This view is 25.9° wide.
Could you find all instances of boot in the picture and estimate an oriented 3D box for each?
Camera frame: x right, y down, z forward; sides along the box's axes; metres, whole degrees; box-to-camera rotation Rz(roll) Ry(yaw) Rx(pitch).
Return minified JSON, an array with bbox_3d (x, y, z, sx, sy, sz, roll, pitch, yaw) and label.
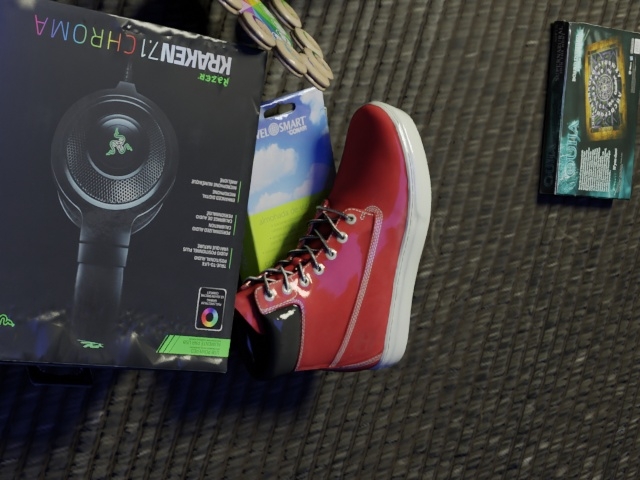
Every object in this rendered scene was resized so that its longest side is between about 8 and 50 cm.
[{"bbox_3d":[0.000,0.000,1.209,0.176,0.088,0.244,-2,101,-37],"label":"boot"}]

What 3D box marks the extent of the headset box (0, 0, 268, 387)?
[{"bbox_3d":[-0.191,-0.030,1.079,0.246,0.131,0.283,8,90,-38],"label":"headset box"}]

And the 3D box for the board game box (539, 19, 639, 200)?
[{"bbox_3d":[0.296,-0.139,1.515,0.126,0.026,0.186,3,93,-38],"label":"board game box"}]

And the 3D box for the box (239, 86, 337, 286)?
[{"bbox_3d":[-0.034,-0.042,1.256,0.109,0.042,0.178,-21,108,-35],"label":"box"}]

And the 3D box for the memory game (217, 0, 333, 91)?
[{"bbox_3d":[-0.054,-0.197,1.157,0.012,0.186,0.186,-41,126,15],"label":"memory game"}]
